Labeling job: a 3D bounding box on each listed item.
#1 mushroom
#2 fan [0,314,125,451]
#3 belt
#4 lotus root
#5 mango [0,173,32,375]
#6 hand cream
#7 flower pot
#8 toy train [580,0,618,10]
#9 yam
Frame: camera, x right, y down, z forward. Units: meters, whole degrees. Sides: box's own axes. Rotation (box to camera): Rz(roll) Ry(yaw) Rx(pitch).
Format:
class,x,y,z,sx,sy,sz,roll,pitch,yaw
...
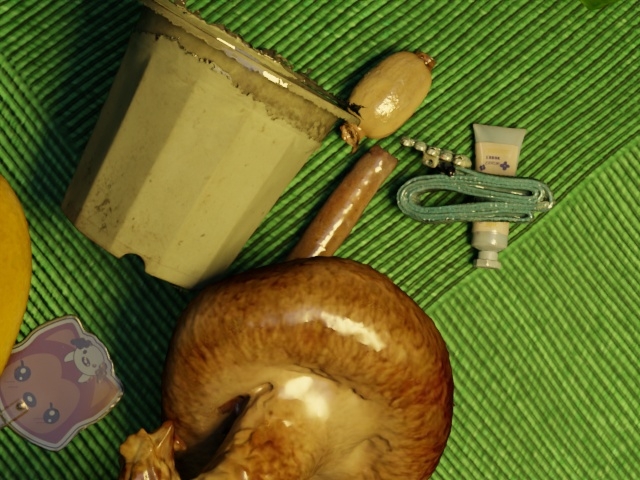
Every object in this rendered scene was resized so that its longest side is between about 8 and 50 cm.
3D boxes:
class,x,y,z,sx,sy,sz,roll,pitch,yaw
mushroom,-0.027,0.179,1.156,0.334,0.356,0.331,8,103,-3
fan,-0.330,0.182,1.285,0.220,0.009,0.132,-36,93,-10
belt,0.179,-0.065,1.328,0.179,0.065,0.100,4,91,15
lotus root,0.076,-0.165,1.338,0.073,0.062,0.150,45,81,-6
mango,-0.475,0.096,1.164,0.301,0.220,0.445,39,73,-1
hand cream,0.204,-0.052,1.369,0.065,0.043,0.170,7,86,-4
flower pot,-0.132,-0.102,1.217,0.290,0.290,0.259,29,99,-9
toy train,0.329,-0.439,1.343,0.249,0.173,0.307,-42,97,1
yam,0.000,0.000,1.330,0.046,0.046,0.264,38,82,-8
